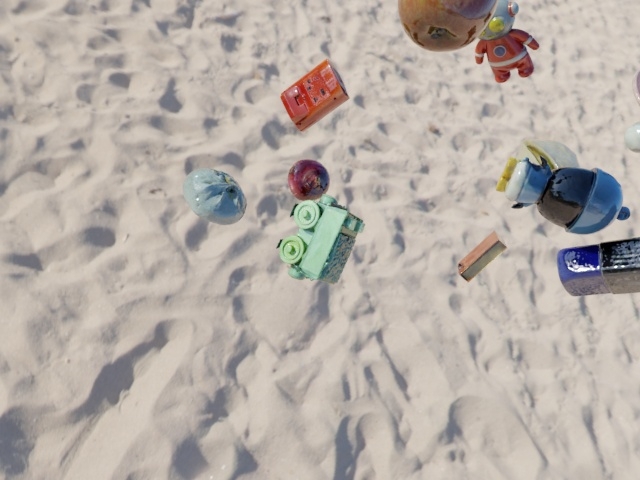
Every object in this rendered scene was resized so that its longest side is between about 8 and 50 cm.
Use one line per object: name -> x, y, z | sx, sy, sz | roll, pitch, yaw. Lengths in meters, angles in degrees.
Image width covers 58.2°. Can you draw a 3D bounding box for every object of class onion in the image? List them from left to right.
onion -> -0.026, -0.203, 1.888 | 0.150, 0.140, 0.149 | 3, 83, -23

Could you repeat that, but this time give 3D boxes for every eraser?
eraser -> 0.758, 0.060, 1.389 | 0.155, 0.332, 0.101 | 36, 52, -45

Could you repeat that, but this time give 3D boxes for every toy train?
toy train -> 0.000, 0.000, 1.705 | 0.188, 0.271, 0.159 | 24, 0, 28

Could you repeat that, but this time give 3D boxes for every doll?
doll -> 0.526, -0.610, 1.708 | 0.336, 0.200, 0.105 | 47, 53, -39
doll -> 0.594, -0.113, 1.399 | 0.314, 0.177, 0.141 | 22, 44, 8

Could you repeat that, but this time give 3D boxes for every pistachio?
pistachio -> 0.733, -0.222, 1.862 | 0.226, 0.208, 0.331 | 54, 21, -20

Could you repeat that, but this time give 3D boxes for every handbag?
handbag -> 0.576, 0.058, 2.063 | 0.063, 0.190, 0.127 | 43, 18, -4

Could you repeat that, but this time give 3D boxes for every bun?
bun -> -0.210, -0.097, 1.177 | 0.141, 0.083, 0.140 | 33, 25, -18

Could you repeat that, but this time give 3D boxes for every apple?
apple -> 0.237, -0.451, 1.077 | 0.188, 0.188, 0.173 | 19, 73, -13

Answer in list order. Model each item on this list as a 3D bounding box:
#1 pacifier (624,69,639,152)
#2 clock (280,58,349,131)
pacifier -> 0.977, -0.347, 1.581 | 0.332, 0.220, 0.273 | 18, 5, -13
clock -> -0.017, -0.353, 1.384 | 0.061, 0.155, 0.113 | -1, 63, -62
